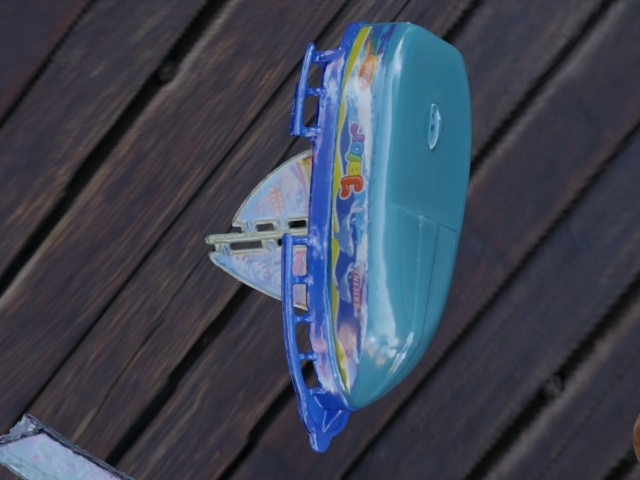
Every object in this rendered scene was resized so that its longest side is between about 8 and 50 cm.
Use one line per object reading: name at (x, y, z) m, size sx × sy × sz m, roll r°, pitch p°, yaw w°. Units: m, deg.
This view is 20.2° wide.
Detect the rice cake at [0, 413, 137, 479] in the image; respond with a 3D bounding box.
rice cake at (-0.070, 0.145, 0.890) m, size 0.208 × 0.033 × 0.033 m, roll 30°, pitch 78°, yaw 0°

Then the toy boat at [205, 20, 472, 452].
toy boat at (0.000, 0.000, 0.741) m, size 0.110 × 0.091 × 0.175 m, roll -3°, pitch 75°, yaw 35°

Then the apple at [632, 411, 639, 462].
apple at (0.273, 0.147, 1.327) m, size 0.071 × 0.084 × 0.084 m, roll -25°, pitch 98°, yaw -30°
